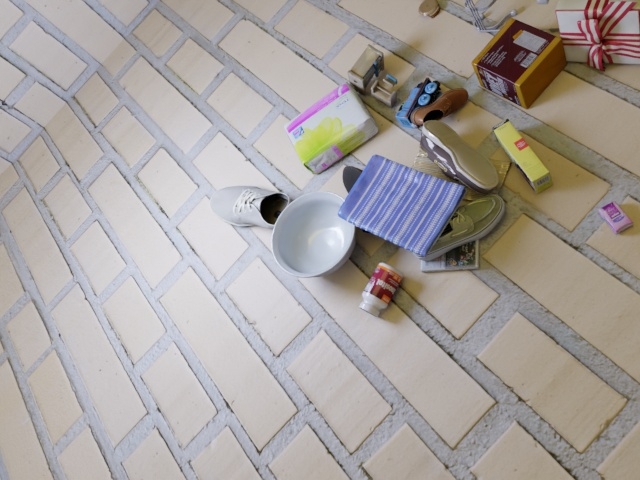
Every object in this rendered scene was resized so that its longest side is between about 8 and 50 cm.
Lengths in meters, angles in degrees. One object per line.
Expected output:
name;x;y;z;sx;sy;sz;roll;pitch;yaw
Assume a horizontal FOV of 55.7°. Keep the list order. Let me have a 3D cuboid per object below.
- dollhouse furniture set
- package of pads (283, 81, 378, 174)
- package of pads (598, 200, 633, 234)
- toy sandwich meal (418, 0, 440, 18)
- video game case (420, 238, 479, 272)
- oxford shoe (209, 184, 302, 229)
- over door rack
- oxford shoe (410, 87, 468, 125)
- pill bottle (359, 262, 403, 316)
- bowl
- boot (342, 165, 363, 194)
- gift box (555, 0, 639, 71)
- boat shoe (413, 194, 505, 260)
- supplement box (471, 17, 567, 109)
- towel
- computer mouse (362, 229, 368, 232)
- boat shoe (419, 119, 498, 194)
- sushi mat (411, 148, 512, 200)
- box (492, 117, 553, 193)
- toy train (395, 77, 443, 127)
dollhouse furniture set;0.211;-0.572;2.151;0.184;0.129;0.129;35;86;12
package of pads;0.037;-0.397;2.161;0.296;0.101;0.229;-34;55;12
package of pads;0.790;-0.061;1.621;0.050;0.032;0.083;-31;56;10
toy sandwich meal;0.399;-0.849;2.217;0.086;0.029;0.085;-16;58;27
video game case;0.390;0.001;1.824;0.173;0.022;0.190;-6;64;28
oxford shoe;-0.238;-0.125;2.173;0.449;0.130;0.169;17;78;35
over door rack;0.609;-0.748;1.923;0.324;0.239;0.108;27;88;36
oxford shoe;0.400;-0.425;1.959;0.212;0.076;0.076;-31;29;-10
pill bottle;0.180;0.151;1.831;0.086;0.086;0.152;24;81;35
bowl;0.000;0.000;1.971;0.298;0.134;0.297;-11;63;23
boot;0.190;-0.164;1.978;0.115;0.112;0.305;-20;40;-32
gift box;0.845;-0.661;1.738;0.276;0.255;0.258;14;73;40
boat shoe;0.397;-0.041;1.767;0.302;0.094;0.109;-34;55;11
supplement box;0.618;-0.552;1.889;0.191;0.129;0.194;-49;54;2
towel;0.233;-0.115;1.806;0.336;0.040;0.243;26;78;34
computer mouse;0.124;-0.069;2.003;0.242;0.041;0.071;15;92;39
boat shoe;0.415;-0.240;1.854;0.117;0.096;0.324;-18;52;-27
sushi mat;0.423;-0.204;1.904;0.317;0.019;0.151;14;76;33
box;0.594;-0.251;1.788;0.058;0.087;0.232;-32;55;13
toy train;0.335;-0.461;2.040;0.105;0.080;0.184;20;78;41
